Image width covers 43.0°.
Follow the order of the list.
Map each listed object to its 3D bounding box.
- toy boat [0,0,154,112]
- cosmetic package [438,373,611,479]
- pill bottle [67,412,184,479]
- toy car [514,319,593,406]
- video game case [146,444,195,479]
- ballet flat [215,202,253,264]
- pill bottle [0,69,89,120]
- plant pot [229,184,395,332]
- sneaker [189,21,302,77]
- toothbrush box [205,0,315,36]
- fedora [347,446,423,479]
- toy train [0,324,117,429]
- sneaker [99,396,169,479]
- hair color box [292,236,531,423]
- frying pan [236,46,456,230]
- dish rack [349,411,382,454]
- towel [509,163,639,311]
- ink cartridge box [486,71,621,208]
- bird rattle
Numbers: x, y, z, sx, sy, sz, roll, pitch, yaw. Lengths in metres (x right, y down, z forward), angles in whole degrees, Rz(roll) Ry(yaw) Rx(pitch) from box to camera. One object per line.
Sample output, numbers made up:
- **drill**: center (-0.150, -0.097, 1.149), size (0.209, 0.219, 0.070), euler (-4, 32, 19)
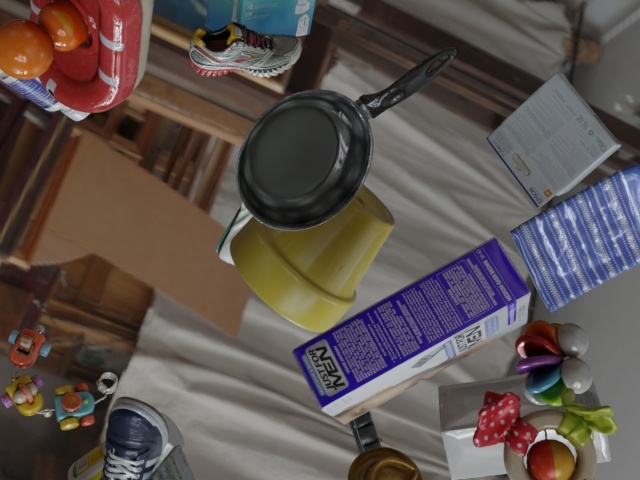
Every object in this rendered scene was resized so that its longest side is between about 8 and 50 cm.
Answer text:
- **toy boat**: center (-0.270, -0.217, 0.839), size (0.151, 0.151, 0.231), euler (-42, 171, -29)
- **cosmetic package**: center (0.471, 0.426, 1.914), size (0.197, 0.365, 0.155), euler (-72, 149, -64)
- **pill bottle**: center (-0.372, 0.427, 1.573), size (0.208, 0.117, 0.117), euler (-36, -162, 5)
- **toy car**: center (0.470, 0.253, 1.701), size (0.159, 0.136, 0.182), euler (-33, -133, 49)
- **video game case**: center (-0.240, 0.425, 1.362), size (0.015, 0.119, 0.166), euler (-23, -178, 6)
- **ballet flat**: center (-0.152, -0.086, 2.125), size (0.139, 0.139, 0.400), euler (-87, -160, -55)
- **pill bottle**: center (-0.506, -0.306, 1.505), size (0.112, 0.186, 0.112), euler (-22, -130, 29)
- **plant pot**: center (0.000, 0.000, 1.508), size (0.239, 0.254, 0.254), euler (-48, -161, 17)
- **sneaker**: center (-0.146, -0.377, 1.594), size (0.093, 0.225, 0.088), euler (94, -11, -58)
- **toothbrush box**: center (-0.114, -0.588, 1.735), size (0.126, 0.216, 0.296), euler (38, -47, 32)
- **fedora**: center (0.162, 0.559, 1.893), size (0.079, 0.194, 0.194), euler (119, -13, -52)
- **toy train**: center (-0.371, 0.188, 1.126), size (0.125, 0.166, 0.046), euler (-65, -177, -32)
- **sneaker**: center (-0.320, 0.380, 1.297), size (0.153, 0.099, 0.282), euler (-67, 176, -46)
- **hair color box**: center (0.143, 0.144, 1.224), size (0.110, 0.338, 0.185), euler (63, 3, 22)
- **frying pan**: center (0.013, -0.158, 1.046), size (0.326, 0.197, 0.053), euler (-56, -141, 9)
- **dish rack**: center (0.125, 0.526, 2.294), size (0.271, 0.074, 0.208), euler (-111, -176, -82)
- **towel**: center (0.639, -0.003, 1.903), size (0.336, 0.243, 0.040), euler (-29, -160, 3)
- **ink cartridge box**: center (0.520, -0.223, 1.830), size (0.224, 0.045, 0.223), euler (-43, -115, 29)
- **bird rattle**: center (0.400, 0.364, 1.447), size (0.143, 0.253, 0.207), euler (127, -43, -76)
